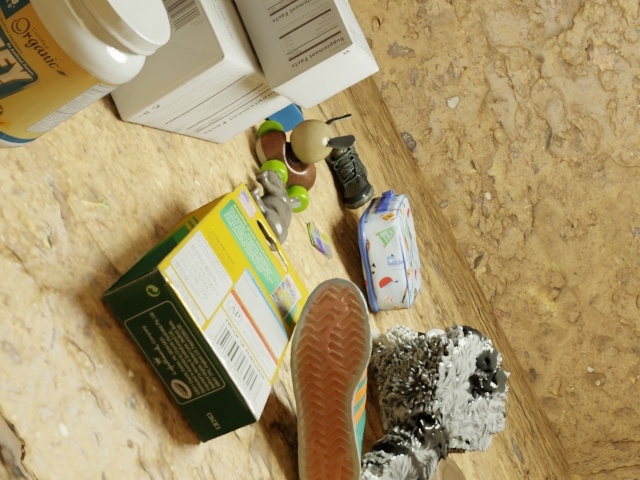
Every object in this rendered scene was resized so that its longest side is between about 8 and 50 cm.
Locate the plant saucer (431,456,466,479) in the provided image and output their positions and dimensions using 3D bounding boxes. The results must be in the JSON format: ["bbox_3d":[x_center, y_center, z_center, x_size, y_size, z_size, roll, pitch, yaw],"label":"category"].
[{"bbox_3d":[0.272,0.551,1.406,0.278,0.041,0.278,53,21,-32],"label":"plant saucer"}]

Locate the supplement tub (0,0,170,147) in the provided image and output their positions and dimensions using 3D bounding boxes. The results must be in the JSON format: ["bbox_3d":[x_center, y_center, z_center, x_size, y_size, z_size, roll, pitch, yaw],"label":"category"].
[{"bbox_3d":[-0.260,-0.191,0.666,0.144,0.200,0.144,53,21,-30],"label":"supplement tub"}]

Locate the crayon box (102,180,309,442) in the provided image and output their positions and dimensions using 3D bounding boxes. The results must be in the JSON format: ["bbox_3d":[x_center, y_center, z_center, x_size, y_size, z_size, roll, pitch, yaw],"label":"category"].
[{"bbox_3d":[-0.122,0.071,0.886,0.203,0.083,0.323,60,19,-14],"label":"crayon box"}]

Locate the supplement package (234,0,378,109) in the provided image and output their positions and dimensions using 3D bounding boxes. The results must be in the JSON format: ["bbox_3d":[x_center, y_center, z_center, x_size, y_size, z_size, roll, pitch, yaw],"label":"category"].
[{"bbox_3d":[-0.035,-0.340,1.029,0.244,0.134,0.139,68,18,11],"label":"supplement package"}]

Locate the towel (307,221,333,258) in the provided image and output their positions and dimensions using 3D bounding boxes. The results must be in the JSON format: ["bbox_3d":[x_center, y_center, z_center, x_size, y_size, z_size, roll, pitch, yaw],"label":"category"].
[{"bbox_3d":[0.000,0.000,1.443,0.083,0.009,0.060,40,30,-52],"label":"towel"}]

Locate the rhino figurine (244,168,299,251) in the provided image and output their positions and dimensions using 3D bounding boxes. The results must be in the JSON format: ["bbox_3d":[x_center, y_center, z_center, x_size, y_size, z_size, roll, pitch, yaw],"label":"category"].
[{"bbox_3d":[-0.087,-0.058,1.179,0.106,0.073,0.243,55,18,-15],"label":"rhino figurine"}]

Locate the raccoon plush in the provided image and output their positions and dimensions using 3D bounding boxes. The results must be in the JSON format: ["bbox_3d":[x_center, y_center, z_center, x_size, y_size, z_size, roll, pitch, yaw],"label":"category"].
[{"bbox_3d":[0.109,0.272,1.228,0.446,0.299,0.216,-17,97,-40],"label":"raccoon plush"}]

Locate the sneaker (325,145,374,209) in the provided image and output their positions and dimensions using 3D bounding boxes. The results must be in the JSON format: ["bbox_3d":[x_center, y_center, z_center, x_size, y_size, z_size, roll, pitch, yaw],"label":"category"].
[{"bbox_3d":[0.068,-0.166,1.745,0.130,0.087,0.227,53,18,-27],"label":"sneaker"}]

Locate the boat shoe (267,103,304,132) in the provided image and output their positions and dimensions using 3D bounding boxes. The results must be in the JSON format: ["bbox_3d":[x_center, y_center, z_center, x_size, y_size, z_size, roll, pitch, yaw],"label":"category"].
[{"bbox_3d":[-0.116,-0.316,1.447,0.258,0.109,0.089,65,0,-62],"label":"boat shoe"}]

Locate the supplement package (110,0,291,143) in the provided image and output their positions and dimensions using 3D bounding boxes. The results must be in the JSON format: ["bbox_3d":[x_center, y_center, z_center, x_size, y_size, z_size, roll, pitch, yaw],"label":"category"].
[{"bbox_3d":[-0.178,-0.274,1.049,0.177,0.175,0.293,65,17,6],"label":"supplement package"}]

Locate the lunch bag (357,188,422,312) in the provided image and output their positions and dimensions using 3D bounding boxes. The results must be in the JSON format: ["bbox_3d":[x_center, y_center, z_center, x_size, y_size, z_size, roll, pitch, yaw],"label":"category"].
[{"bbox_3d":[0.160,0.016,1.624,0.303,0.115,0.243,-58,137,-71],"label":"lunch bag"}]

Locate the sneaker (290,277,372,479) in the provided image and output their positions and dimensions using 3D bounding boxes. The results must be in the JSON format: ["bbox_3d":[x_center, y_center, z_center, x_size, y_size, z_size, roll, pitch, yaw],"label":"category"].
[{"bbox_3d":[0.012,0.199,0.964,0.121,0.108,0.302,-69,162,-89],"label":"sneaker"}]

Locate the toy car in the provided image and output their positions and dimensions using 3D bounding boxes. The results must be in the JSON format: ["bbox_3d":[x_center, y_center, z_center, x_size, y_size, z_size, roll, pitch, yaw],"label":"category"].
[{"bbox_3d":[-0.015,-0.174,1.347,0.149,0.188,0.155,48,24,-40],"label":"toy car"}]
